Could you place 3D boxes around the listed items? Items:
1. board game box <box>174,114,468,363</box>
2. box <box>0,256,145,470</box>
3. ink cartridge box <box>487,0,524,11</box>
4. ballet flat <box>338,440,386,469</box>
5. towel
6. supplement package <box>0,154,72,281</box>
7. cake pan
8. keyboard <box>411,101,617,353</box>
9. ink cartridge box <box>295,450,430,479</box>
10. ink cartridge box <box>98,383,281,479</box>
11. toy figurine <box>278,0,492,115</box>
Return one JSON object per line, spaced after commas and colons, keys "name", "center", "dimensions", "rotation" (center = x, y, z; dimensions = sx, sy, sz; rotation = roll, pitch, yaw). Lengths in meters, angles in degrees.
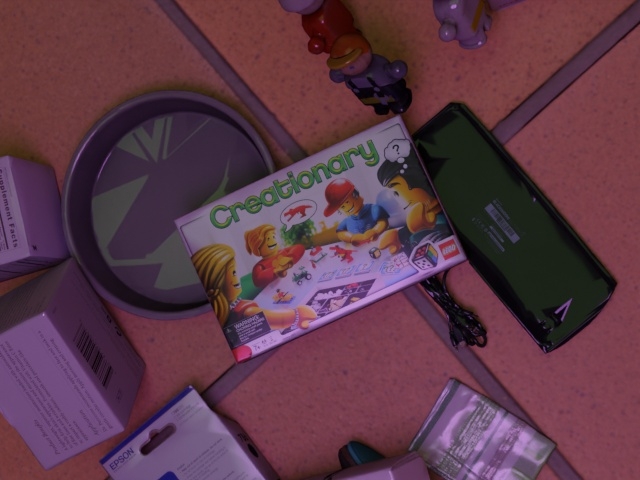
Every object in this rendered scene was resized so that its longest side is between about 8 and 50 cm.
{"name": "board game box", "center": [0.000, 0.000, 1.537], "dimensions": [0.305, 0.053, 0.193], "rotation": [-25, 84, 5]}
{"name": "box", "center": [-0.319, 0.148, 1.557], "dimensions": [0.119, 0.182, 0.181], "rotation": [-27, 108, 10]}
{"name": "ink cartridge box", "center": [0.232, -0.325, 1.517], "dimensions": [0.088, 0.122, 0.052], "rotation": [-18, 79, 11]}
{"name": "ballet flat", "center": [0.123, 0.353, 1.519], "dimensions": [0.280, 0.095, 0.096], "rotation": [32, 103, 13]}
{"name": "towel", "center": [0.193, 0.252, 1.542], "dimensions": [0.152, 0.023, 0.113], "rotation": [31, 95, 13]}
{"name": "supplement package", "center": [-0.467, -0.007, 1.652], "dimensions": [0.244, 0.134, 0.139], "rotation": [-15, 83, 12]}
{"name": "cake pan", "center": [-0.187, -0.044, 1.631], "dimensions": [0.293, 0.054, 0.293], "rotation": [-1, 87, 13]}
{"name": "keyboard", "center": [0.191, 0.005, 1.554], "dimensions": [0.201, 0.033, 0.317], "rotation": [-39, 78, 3]}
{"name": "ink cartridge box", "center": [0.025, 0.347, 1.454], "dimensions": [0.219, 0.092, 0.160], "rotation": [-20, 85, 24]}
{"name": "ink cartridge box", "center": [-0.113, 0.354, 1.586], "dimensions": [0.165, 0.065, 0.332], "rotation": [-39, 81, 9]}
{"name": "toy figurine", "center": [0.075, -0.278, 1.500], "dimensions": [0.213, 0.148, 0.209], "rotation": [-37, 47, 9]}
